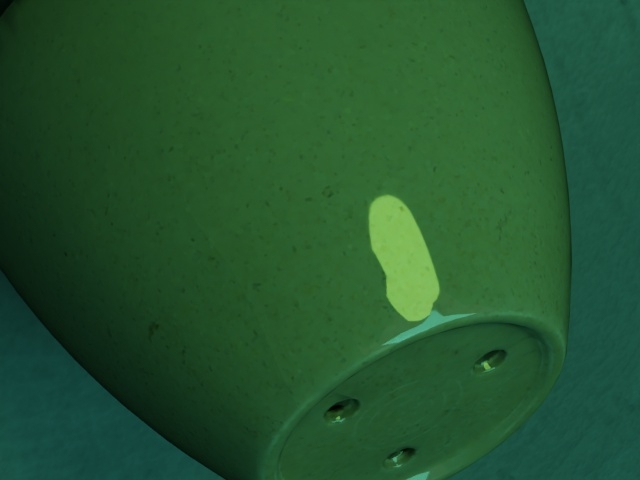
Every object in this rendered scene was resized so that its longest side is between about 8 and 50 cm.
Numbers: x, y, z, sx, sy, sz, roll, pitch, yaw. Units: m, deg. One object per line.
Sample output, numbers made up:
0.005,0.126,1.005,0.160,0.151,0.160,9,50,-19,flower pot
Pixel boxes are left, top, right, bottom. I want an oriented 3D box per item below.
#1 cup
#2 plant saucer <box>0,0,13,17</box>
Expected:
0.000,0.000,0.907,0.331,0.237,0.331,-19,146,-14,cup
-0.165,-0.100,0.925,0.119,0.021,0.119,-25,132,-30,plant saucer
